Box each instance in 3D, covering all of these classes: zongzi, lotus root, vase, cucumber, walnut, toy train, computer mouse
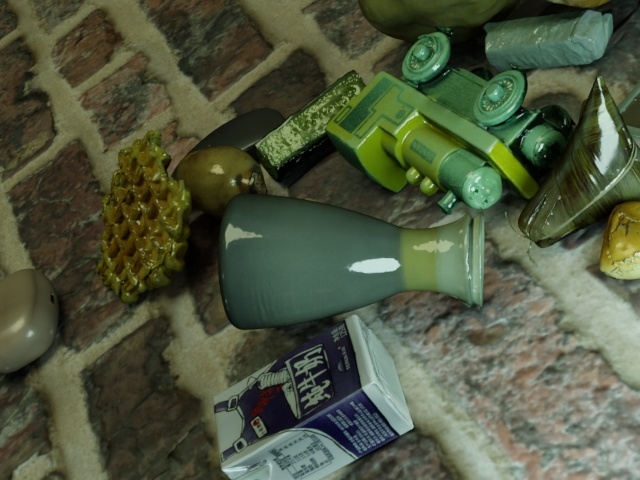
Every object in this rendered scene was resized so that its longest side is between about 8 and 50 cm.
[{"bbox_3d":[0.295,-0.088,1.556,0.187,0.184,0.084,-30,33,11],"label":"zongzi"},{"bbox_3d":[-0.146,-0.089,2.011,0.221,0.125,0.118,9,93,53],"label":"lotus root"},{"bbox_3d":[0.044,0.023,1.603,0.321,0.173,0.173,-2,43,10],"label":"vase"},{"bbox_3d":[-0.003,-0.180,2.062,0.211,0.062,0.078,-37,67,-10],"label":"cucumber"},{"bbox_3d":[0.187,-0.440,2.009,0.276,0.282,0.253,-12,84,23],"label":"walnut"},{"bbox_3d":[0.183,-0.147,1.777,0.237,0.150,0.369,-48,34,0],"label":"toy train"},{"bbox_3d":[-0.162,-0.148,2.162,0.232,0.057,0.120,-35,33,3],"label":"computer mouse"}]

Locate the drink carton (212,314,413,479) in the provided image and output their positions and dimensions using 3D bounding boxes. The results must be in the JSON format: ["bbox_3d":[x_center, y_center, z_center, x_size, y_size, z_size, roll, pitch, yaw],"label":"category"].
[{"bbox_3d":[-0.014,0.211,1.563,0.222,0.102,0.134,-31,36,12],"label":"drink carton"}]

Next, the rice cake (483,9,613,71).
[{"bbox_3d":[0.329,-0.291,1.878,0.206,0.063,0.069,-2,53,43],"label":"rice cake"}]

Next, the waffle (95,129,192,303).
[{"bbox_3d":[-0.279,-0.038,2.036,0.291,0.051,0.291,-19,65,47],"label":"waffle"}]

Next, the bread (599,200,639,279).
[{"bbox_3d":[0.366,-0.001,1.508,0.072,0.053,0.106,-9,37,31],"label":"bread"}]

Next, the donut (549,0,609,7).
[{"bbox_3d":[0.343,-0.485,1.822,0.150,0.299,0.317,122,146,-57],"label":"donut"}]

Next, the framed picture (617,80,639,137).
[{"bbox_3d":[0.517,-0.188,1.625,0.216,0.016,0.273,-46,35,-14],"label":"framed picture"}]

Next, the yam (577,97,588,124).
[{"bbox_3d":[0.350,-0.134,1.699,0.032,0.032,0.145,-13,40,32],"label":"yam"}]

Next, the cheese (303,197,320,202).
[{"bbox_3d":[0.000,0.001,1.841,0.235,0.050,0.127,13,57,51],"label":"cheese"}]

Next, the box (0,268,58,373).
[{"bbox_3d":[-0.500,0.131,2.109,0.146,0.088,0.200,-32,33,10],"label":"box"}]
